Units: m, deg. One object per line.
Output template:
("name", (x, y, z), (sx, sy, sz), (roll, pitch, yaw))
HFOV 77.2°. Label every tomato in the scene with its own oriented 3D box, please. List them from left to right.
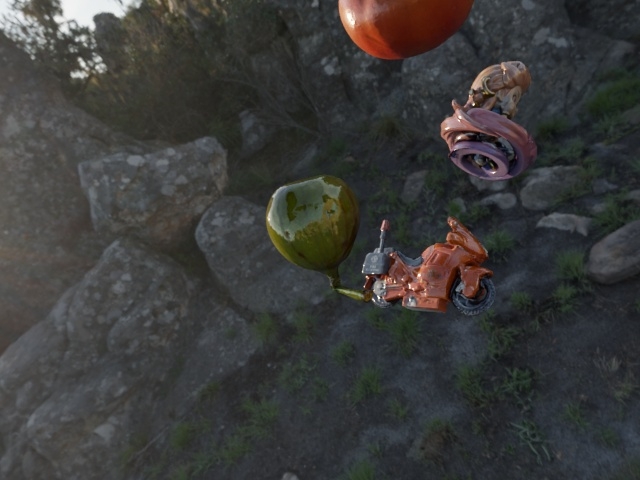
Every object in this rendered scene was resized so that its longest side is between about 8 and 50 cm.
("tomato", (0.162, -0.453, 0.758), (0.260, 0.180, 0.259), (-18, 46, 19))

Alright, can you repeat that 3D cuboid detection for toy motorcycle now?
("toy motorcycle", (0.247, 0.056, 0.934), (0.326, 0.148, 0.221), (-4, 66, 43))

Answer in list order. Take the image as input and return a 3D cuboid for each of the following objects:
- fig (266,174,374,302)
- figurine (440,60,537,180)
("fig", (0.003, -0.011, 0.628), (0.148, 0.186, 0.142), (-8, 24, 23))
("figurine", (0.218, -0.163, 0.530), (0.114, 0.126, 0.157), (-3, 77, 25))
